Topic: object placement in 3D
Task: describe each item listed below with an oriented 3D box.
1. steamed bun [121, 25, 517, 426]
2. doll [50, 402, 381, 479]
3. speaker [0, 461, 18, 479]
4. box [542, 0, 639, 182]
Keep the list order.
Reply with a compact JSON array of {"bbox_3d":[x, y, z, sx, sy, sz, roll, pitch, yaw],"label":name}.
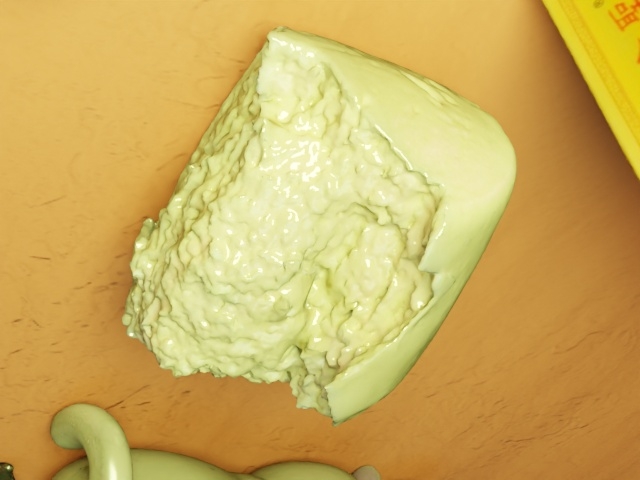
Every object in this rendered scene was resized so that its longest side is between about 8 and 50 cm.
[{"bbox_3d":[0.000,0.000,0.603,0.200,0.170,0.225,6,137,-20],"label":"steamed bun"},{"bbox_3d":[-0.092,0.290,0.913,0.370,0.215,0.226,23,112,-38],"label":"doll"},{"bbox_3d":[-0.404,0.285,0.888,0.329,0.198,0.259,6,100,-49],"label":"speaker"},{"bbox_3d":[0.237,-0.049,0.622,0.076,0.174,0.274,-33,141,19],"label":"box"}]
